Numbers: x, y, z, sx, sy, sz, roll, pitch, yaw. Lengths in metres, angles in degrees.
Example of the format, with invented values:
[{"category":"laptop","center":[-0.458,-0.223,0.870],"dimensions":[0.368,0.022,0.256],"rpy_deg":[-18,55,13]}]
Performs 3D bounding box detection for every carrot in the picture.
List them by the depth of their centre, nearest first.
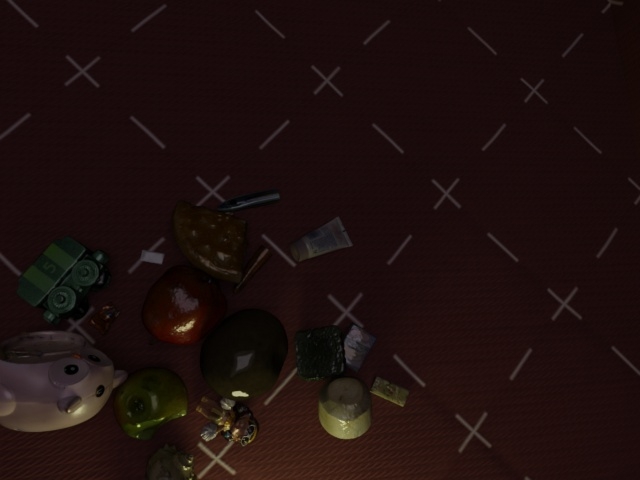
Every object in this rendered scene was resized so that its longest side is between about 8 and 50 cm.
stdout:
[{"category":"carrot","center":[-0.270,0.117,1.908],"dimensions":[0.061,0.061,0.210],"rpy_deg":[38,78,-1]}]

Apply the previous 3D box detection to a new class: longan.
[{"category":"longan","center":[-0.261,0.398,1.740],"dimensions":[0.288,0.288,0.350],"rpy_deg":[38,45,-1]}]

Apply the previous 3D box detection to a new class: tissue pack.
[{"category":"tissue pack","center":[0.130,0.415,1.918],"dimensions":[0.115,0.065,0.155],"rpy_deg":[34,74,-3]}]

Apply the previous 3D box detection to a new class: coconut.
[{"category":"coconut","center":[0.091,0.612,1.803],"dimensions":[0.202,0.222,0.202],"rpy_deg":[-2,37,2]}]

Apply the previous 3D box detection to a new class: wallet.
[{"category":"wallet","center":[-0.637,0.063,1.872],"dimensions":[0.083,0.011,0.044],"rpy_deg":[11,77,-9]}]

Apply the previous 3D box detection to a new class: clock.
[{"category":"clock","center":[-0.848,0.458,1.571],"dimensions":[0.376,0.368,0.251],"rpy_deg":[9,101,18]}]

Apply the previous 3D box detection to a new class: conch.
[{"category":"conch","center":[-0.500,0.847,1.642],"dimensions":[0.186,0.263,0.324],"rpy_deg":[14,113,-29]}]

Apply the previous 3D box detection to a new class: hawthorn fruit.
[{"category":"hawthorn fruit","center":[-0.497,0.251,1.739],"dimensions":[0.287,0.287,0.330],"rpy_deg":[41,96,-1]}]

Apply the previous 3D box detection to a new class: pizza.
[{"category":"pizza","center":[-0.400,-0.008,1.849],"dimensions":[0.409,0.114,0.277],"rpy_deg":[44,48,13]}]

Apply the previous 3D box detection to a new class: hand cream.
[{"category":"hand cream","center":[0.000,0.000,1.978],"dimensions":[0.247,0.083,0.133],"rpy_deg":[-21,84,-25]}]

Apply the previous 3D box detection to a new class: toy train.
[{"category":"toy train","center":[-0.892,0.135,1.736],"dimensions":[0.238,0.167,0.299],"rpy_deg":[34,74,3]},{"category":"toy train","center":[-0.287,-0.156,1.963],"dimensions":[0.251,0.048,0.055],"rpy_deg":[-14,79,-13]}]

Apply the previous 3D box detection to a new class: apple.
[{"category":"apple","center":[-0.575,0.554,1.676],"dimensions":[0.246,0.226,0.246],"rpy_deg":[1,79,-8]}]

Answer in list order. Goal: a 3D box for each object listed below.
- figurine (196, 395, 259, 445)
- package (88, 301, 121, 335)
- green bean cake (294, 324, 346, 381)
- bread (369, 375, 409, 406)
[{"category":"figurine","center":[-0.331,0.637,1.761],"dimensions":[0.240,0.116,0.175],"rpy_deg":[28,76,3]},{"category":"package","center":[-0.779,0.282,1.791],"dimensions":[0.077,0.033,0.111],"rpy_deg":[44,79,-10]},{"category":"green bean cake","center":[0.001,0.423,1.838],"dimensions":[0.183,0.094,0.185],"rpy_deg":[-11,63,10]},{"category":"bread","center":[0.270,0.588,1.929],"dimensions":[0.153,0.028,0.068],"rpy_deg":[26,74,-6]}]
